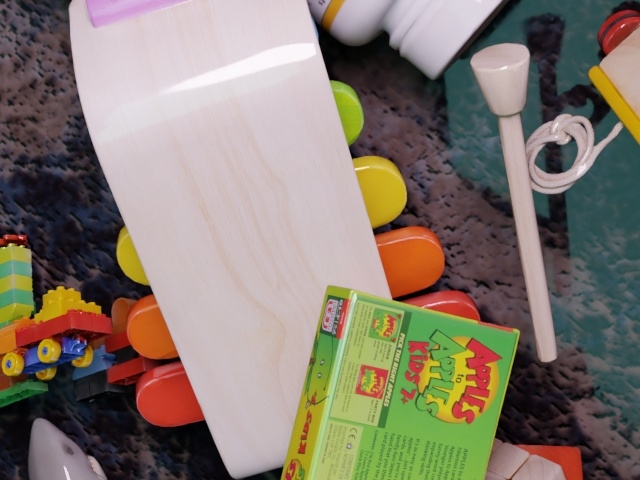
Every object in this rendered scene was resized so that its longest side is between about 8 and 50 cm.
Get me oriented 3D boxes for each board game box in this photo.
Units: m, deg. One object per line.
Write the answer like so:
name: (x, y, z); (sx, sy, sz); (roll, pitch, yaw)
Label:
board game box: (0.030, 0.121, 0.675); (0.092, 0.043, 0.181); (14, 87, -17)

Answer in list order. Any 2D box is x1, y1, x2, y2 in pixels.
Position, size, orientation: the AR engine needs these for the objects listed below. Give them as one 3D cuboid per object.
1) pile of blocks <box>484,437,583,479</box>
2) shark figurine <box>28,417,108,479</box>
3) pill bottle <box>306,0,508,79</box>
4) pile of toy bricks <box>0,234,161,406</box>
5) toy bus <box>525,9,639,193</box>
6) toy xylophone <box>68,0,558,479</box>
pile of blocks: (0.176, 0.239, 0.796); (0.112, 0.149, 0.362); (-42, 102, -24)
shark figurine: (-0.087, 0.226, 0.813); (0.278, 0.116, 0.166); (14, 112, 31)
pill bottle: (0.007, -0.185, 0.719); (0.215, 0.117, 0.117); (42, 109, 2)
pile of toy bricks: (-0.198, 0.049, 0.846); (0.212, 0.118, 0.105); (-19, 69, 33)
toy bus: (0.229, -0.093, 0.693); (0.202, 0.104, 0.191); (4, 72, 44)
toy xylophone: (0.000, 0.000, 0.721); (0.236, 0.081, 0.322); (-9, 124, -2)
